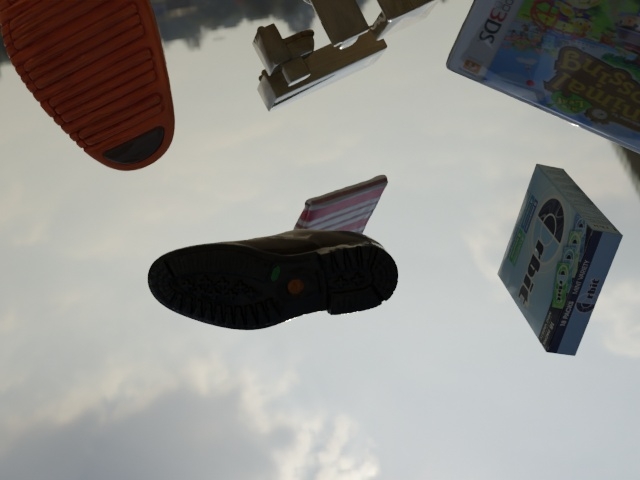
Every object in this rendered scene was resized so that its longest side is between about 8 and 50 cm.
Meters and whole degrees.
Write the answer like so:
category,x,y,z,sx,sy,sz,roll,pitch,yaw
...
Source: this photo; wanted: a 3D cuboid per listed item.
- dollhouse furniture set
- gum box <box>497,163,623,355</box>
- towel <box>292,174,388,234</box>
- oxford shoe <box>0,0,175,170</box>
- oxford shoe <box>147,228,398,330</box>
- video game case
category,x,y,z,sx,sy,sz,roll,pitch,yaw
dollhouse furniture set,0.000,-0.213,0.912,0.144,0.123,0.151,-27,177,-13
gum box,0.273,0.018,1.229,0.041,0.156,0.184,9,-156,-13
towel,0.000,0.000,1.362,0.144,0.197,0.029,-21,-123,-44
oxford shoe,-0.218,-0.236,0.915,0.130,0.363,0.132,-21,-169,8
oxford shoe,-0.047,0.031,0.993,0.227,0.082,0.096,-1,-162,-5
video game case,0.206,-0.132,0.721,0.212,0.023,0.193,24,157,2
